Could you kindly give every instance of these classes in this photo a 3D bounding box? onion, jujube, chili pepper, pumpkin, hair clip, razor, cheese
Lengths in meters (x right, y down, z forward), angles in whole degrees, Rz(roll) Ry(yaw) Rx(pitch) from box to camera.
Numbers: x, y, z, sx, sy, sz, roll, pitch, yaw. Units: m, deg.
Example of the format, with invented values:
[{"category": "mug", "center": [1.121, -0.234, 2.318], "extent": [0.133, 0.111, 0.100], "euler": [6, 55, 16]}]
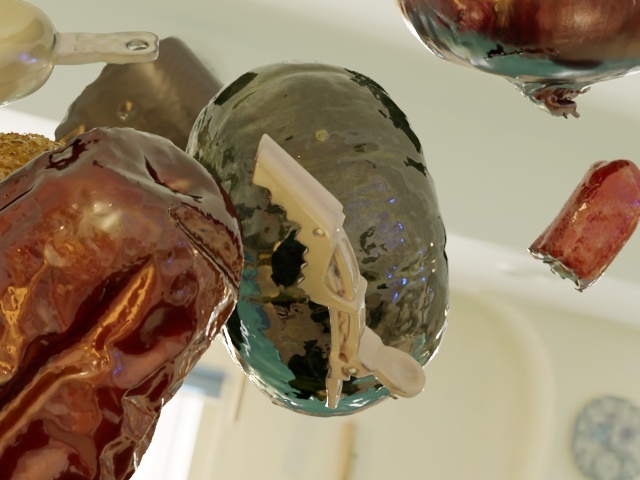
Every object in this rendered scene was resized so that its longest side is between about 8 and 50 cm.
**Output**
[{"category": "onion", "center": [0.213, -0.234, 1.736], "extent": [0.314, 0.232, 0.314], "euler": [6, 15, -2]}, {"category": "jujube", "center": [-0.188, 0.082, 1.152], "extent": [0.216, 0.342, 0.216], "euler": [39, 11, -9]}, {"category": "chili pepper", "center": [0.255, -0.020, 1.712], "extent": [0.073, 0.123, 0.070], "euler": [30, -10, 30]}, {"category": "pumpkin", "center": [0.000, 0.000, 1.530], "extent": [0.207, 0.300, 0.300], "euler": [-8, -4, -16]}, {"category": "hair clip", "center": [0.012, 0.023, 1.155], "extent": [0.072, 0.034, 0.226], "euler": [-2, -49, 18]}, {"category": "razor", "center": [-0.145, -0.063, 2.118], "extent": [0.349, 0.204, 0.113], "euler": [51, 8, 5]}, {"category": "cheese", "center": [-0.287, -0.188, 1.732], "extent": [0.248, 0.071, 0.163], "euler": [-13, 34, -20]}]

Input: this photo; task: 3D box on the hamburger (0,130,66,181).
[{"category": "hamburger", "center": [-0.259, 0.035, 1.623], "extent": [0.294, 0.276, 0.179], "euler": [28, -47, -6]}]
